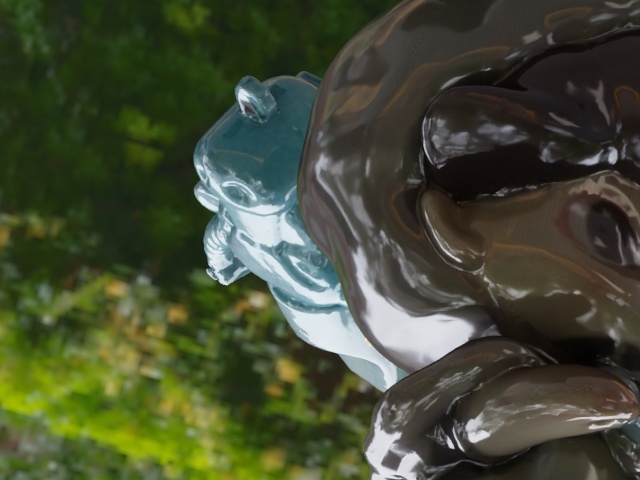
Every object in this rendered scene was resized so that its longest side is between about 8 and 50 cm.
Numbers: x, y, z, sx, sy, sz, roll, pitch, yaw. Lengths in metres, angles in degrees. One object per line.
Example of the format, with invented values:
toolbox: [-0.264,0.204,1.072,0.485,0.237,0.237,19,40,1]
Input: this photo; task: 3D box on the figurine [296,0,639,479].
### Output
figurine: [0.089,0.037,0.768,0.203,0.380,0.248,-17,139,41]

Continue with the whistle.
whistle: [0.000,0.000,1.089,0.186,0.093,0.274,28,156,36]
